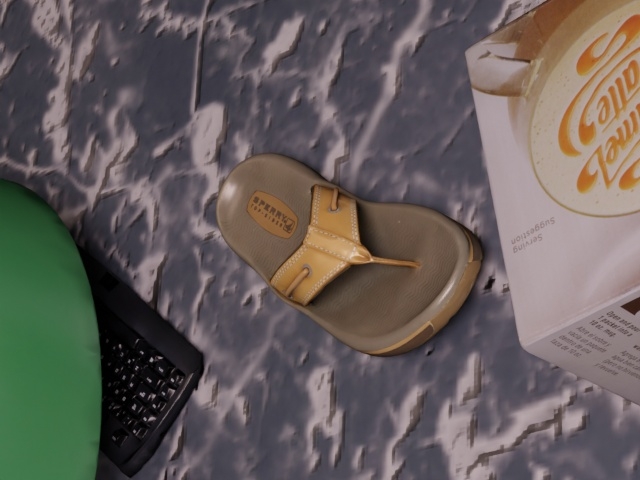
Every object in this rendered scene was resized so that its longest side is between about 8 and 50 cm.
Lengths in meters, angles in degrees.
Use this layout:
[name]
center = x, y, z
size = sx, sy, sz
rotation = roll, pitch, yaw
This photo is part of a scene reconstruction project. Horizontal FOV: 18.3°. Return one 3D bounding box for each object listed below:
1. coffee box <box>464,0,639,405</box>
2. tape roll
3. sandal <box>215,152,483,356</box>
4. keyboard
[coffee box]
center = 0.184, -0.055, 0.713
size = 0.246, 0.098, 0.141
rotation = -29, 53, 32
[tape roll]
center = -0.232, 0.114, 1.019
size = 0.321, 0.077, 0.321
rotation = -23, 59, 47
[sandal]
center = 0.000, 0.000, 0.904
size = 0.180, 0.049, 0.072
rotation = 29, 92, 48
[keyboard]
center = -0.140, 0.057, 1.023
size = 0.192, 0.038, 0.100
rotation = 35, 96, 48
